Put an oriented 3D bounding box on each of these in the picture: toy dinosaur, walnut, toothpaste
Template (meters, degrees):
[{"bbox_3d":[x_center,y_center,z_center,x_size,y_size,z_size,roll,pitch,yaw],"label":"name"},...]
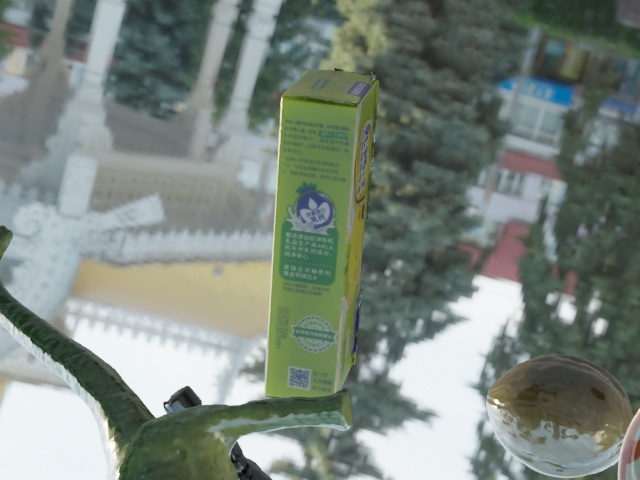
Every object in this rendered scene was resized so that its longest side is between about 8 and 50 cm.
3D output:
[{"bbox_3d":[-0.130,0.166,0.800,0.301,0.447,0.087,1,143,12],"label":"toy dinosaur"},{"bbox_3d":[0.268,0.195,1.520,0.162,0.140,0.140,30,-165,21],"label":"walnut"},{"bbox_3d":[0.000,0.000,1.349,0.077,0.327,0.110,9,-158,12],"label":"toothpaste"}]

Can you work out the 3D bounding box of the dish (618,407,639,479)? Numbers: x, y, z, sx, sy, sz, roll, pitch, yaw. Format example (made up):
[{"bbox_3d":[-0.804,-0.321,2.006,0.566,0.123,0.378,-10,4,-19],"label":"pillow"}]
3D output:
[{"bbox_3d":[0.315,0.137,0.807,0.260,0.260,0.085,19,-141,13],"label":"dish"}]

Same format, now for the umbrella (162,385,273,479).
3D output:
[{"bbox_3d":[-0.096,0.260,1.513,0.224,0.080,0.071,55,-149,-3],"label":"umbrella"}]
